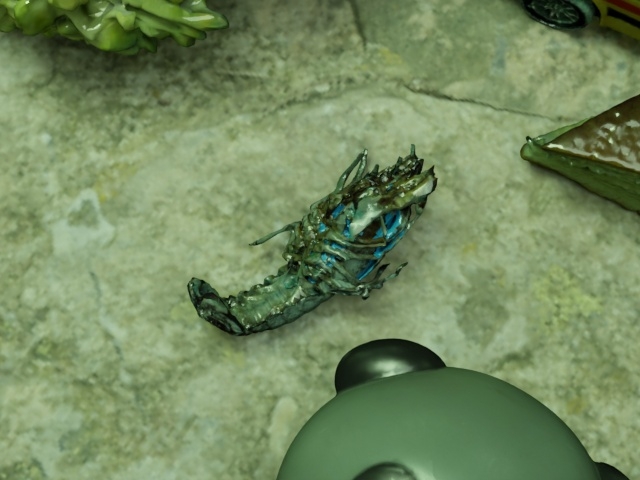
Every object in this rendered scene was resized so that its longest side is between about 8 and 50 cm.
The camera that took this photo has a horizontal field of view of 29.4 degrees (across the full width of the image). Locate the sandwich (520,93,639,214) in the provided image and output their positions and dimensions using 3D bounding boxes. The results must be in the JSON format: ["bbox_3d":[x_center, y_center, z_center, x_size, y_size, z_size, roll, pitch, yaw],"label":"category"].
[{"bbox_3d":[0.261,-0.072,0.774,0.258,0.094,0.096,-23,80,-7],"label":"sandwich"}]

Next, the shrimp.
[{"bbox_3d":[0.001,0.004,0.761,0.174,0.076,0.082,-34,45,-5],"label":"shrimp"}]

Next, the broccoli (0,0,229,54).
[{"bbox_3d":[-0.142,-0.217,0.670,0.288,0.245,0.248,-34,88,19],"label":"broccoli"}]

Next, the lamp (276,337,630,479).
[{"bbox_3d":[0.050,0.188,0.674,0.198,0.198,0.243,33,89,0],"label":"lamp"}]

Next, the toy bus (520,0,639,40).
[{"bbox_3d":[0.113,-0.232,0.767,0.336,0.123,0.121,22,80,-2],"label":"toy bus"}]
